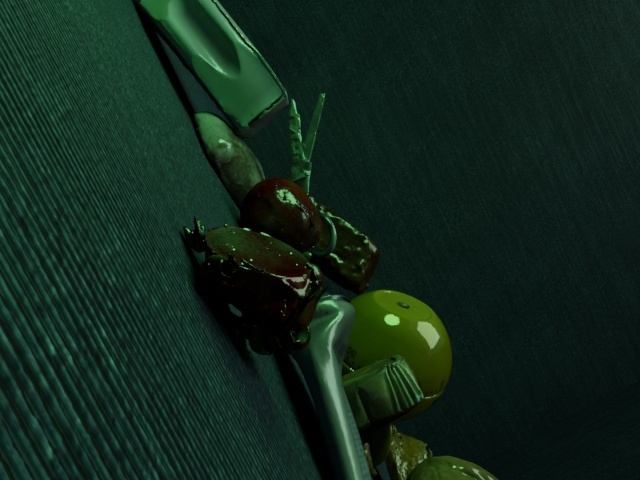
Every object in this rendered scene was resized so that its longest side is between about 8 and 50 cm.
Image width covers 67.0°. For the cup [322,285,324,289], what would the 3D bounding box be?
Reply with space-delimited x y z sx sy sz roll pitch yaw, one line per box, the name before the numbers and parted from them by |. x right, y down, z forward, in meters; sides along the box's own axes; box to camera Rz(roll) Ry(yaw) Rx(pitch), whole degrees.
cup | -0.040 0.155 1.500 0.102 0.099 0.074 64 -1 3

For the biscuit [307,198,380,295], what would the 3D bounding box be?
biscuit | 0.000 0.000 1.485 0.395 0.166 0.342 33 -4 11

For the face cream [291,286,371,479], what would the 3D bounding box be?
face cream | 0.032 0.261 0.722 0.235 0.137 0.420 71 1 -69

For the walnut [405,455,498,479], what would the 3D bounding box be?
walnut | 0.288 0.604 0.993 0.252 0.277 0.313 -38 -111 50

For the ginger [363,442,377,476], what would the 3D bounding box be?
ginger | 0.100 0.493 1.100 0.097 0.030 0.048 61 27 -20

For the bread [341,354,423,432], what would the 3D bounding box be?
bread | 0.106 0.316 0.985 0.210 0.192 0.110 75 -9 -79

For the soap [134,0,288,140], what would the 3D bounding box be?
soap | -0.266 -0.465 1.210 0.446 0.156 0.261 52 -3 2

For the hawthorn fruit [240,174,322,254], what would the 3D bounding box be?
hawthorn fruit | -0.100 -0.061 1.087 0.235 0.181 0.181 62 -2 37

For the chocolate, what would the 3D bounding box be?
chocolate | -0.212 -0.192 1.215 0.185 0.100 0.303 66 3 35

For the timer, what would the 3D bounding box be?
timer | 0.159 0.336 1.282 0.376 0.376 0.387 -120 -133 -65

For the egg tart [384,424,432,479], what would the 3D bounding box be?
egg tart | 0.258 0.649 1.310 0.315 0.120 0.315 -19 90 -81

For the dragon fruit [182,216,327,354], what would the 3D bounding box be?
dragon fruit | -0.063 0.052 0.519 0.138 0.142 0.175 -22 108 -53

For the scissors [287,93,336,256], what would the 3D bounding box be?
scissors | -0.048 -0.159 1.167 0.029 0.256 0.383 3 97 -52
